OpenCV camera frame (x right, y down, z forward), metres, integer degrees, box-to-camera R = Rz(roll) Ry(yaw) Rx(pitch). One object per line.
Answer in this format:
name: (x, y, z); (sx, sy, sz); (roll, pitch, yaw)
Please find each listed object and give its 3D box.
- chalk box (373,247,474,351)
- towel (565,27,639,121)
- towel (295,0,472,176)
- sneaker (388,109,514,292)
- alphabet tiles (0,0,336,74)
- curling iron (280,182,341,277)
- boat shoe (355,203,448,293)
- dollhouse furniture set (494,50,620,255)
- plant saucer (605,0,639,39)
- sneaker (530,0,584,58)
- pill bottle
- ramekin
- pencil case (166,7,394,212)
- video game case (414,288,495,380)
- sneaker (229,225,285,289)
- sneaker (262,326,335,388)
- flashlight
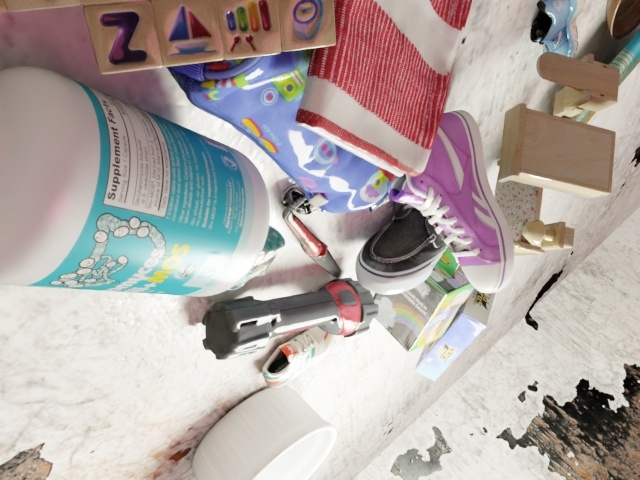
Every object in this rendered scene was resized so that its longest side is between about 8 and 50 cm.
chalk box: (0.217, 0.096, 1.069); (0.132, 0.132, 0.213); (-11, 136, -46)
towel: (0.576, -0.307, 1.089); (0.370, 0.040, 0.271); (-53, 163, 13)
towel: (0.089, -0.233, 0.472); (0.237, 0.037, 0.329); (9, 98, -60)
sneaker: (0.176, -0.040, 0.772); (0.161, 0.282, 0.102); (-19, -179, -29)
alphabet tiles: (-0.108, -0.199, 0.293); (0.237, 0.009, 0.198); (-12, 119, -14)
curling iron: (0.000, 0.000, 0.768); (0.068, 0.035, 0.274); (-41, 150, -9)
boat shoe: (0.174, -0.034, 0.897); (0.335, 0.121, 0.119); (-36, 143, -40)
dollhouse furniture set: (0.336, -0.137, 0.968); (0.355, 0.173, 0.303); (160, -60, -76)
plant saucer: (0.584, -0.471, 0.955); (0.198, 0.036, 0.199); (-33, 148, -23)
sneaker: (0.361, -0.332, 0.831); (0.073, 0.063, 0.162); (-28, 147, 4)
pill bottle: (-0.169, -0.035, 0.397); (0.146, 0.146, 0.264); (-55, 149, 13)
ramekin: (-0.114, 0.417, 1.025); (0.277, 0.135, 0.277); (-33, 148, -24)
pencil case: (-0.021, -0.124, 0.504); (0.133, 0.119, 0.306); (-64, 150, -7)
video game case: (0.331, 0.169, 1.241); (0.244, 0.061, 0.270); (-56, 171, -40)
sneaker: (-0.116, 0.036, 0.639); (0.166, 0.065, 0.076); (-16, 143, -40)
sneaker: (-0.038, 0.199, 0.938); (0.161, 0.057, 0.075); (-37, 155, -12)
flashlight: (-0.039, 0.120, 0.813); (0.304, 0.103, 0.103); (-5, 104, -45)
